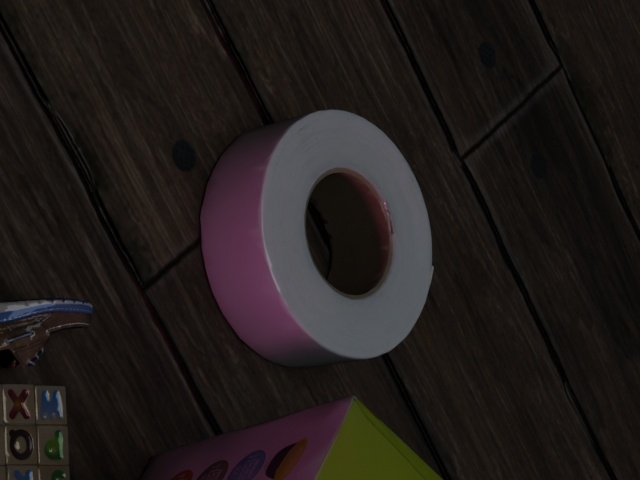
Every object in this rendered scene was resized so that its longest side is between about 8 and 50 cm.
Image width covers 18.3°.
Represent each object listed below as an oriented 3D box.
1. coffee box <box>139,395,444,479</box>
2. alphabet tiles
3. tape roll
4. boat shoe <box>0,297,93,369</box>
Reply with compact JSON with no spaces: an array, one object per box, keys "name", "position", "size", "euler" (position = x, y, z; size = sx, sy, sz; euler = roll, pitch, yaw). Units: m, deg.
[{"name":"coffee box","position":[-0.024,0.404,1.907],"size":[0.338,0.334,0.337],"euler":[45,51,-21]},{"name":"alphabet tiles","position":[-0.330,0.234,1.886],"size":[0.237,0.009,0.198],"euler":[6,77,-47]},{"name":"tape roll","position":[0.000,0.000,2.233],"size":[0.286,0.100,0.286],"euler":[15,70,-45]},{"name":"boat shoe","position":[-0.301,0.091,1.918],"size":[0.183,0.066,0.066],"euler":[-4,88,-38]}]
